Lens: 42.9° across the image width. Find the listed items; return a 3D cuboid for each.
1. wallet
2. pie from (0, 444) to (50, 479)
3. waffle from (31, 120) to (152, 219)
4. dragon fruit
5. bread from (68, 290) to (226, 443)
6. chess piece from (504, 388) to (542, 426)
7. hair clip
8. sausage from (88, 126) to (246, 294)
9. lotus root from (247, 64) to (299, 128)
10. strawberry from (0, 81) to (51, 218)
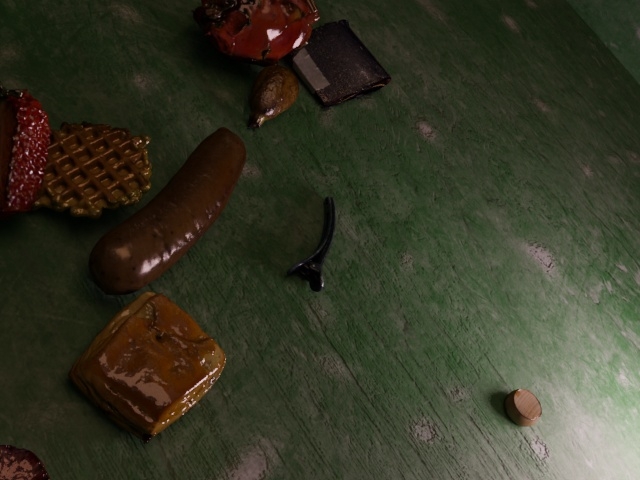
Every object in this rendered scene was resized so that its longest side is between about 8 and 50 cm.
[{"bbox_3d":[0.039,-0.469,2.170,0.262,0.071,0.221,-28,79,-39],"label":"wallet"},{"bbox_3d":[-0.474,0.374,1.205,0.154,0.036,0.155,17,49,-21],"label":"pie"},{"bbox_3d":[-0.438,-0.135,1.556,0.237,0.059,0.243,2,53,-3],"label":"waffle"},{"bbox_3d":[-0.157,-0.546,1.988,0.250,0.250,0.315,42,59,2],"label":"dragon fruit"},{"bbox_3d":[-0.291,0.210,1.404,0.210,0.099,0.235,41,45,1],"label":"bread"},{"bbox_3d":[0.448,0.369,1.800,0.083,0.038,0.084,15,51,-20],"label":"chess piece"},{"bbox_3d":[0.000,0.000,1.800,0.083,0.048,0.275,30,41,-8],"label":"hair clip"},{"bbox_3d":[-0.275,-0.060,1.602,0.136,0.123,0.501,50,44,-14],"label":"sausage"},{"bbox_3d":[-0.118,-0.341,1.945,0.108,0.094,0.191,36,49,-13],"label":"lotus root"},{"bbox_3d":[-0.559,-0.167,1.483,0.106,0.188,0.286,8,62,-47],"label":"strawberry"}]
